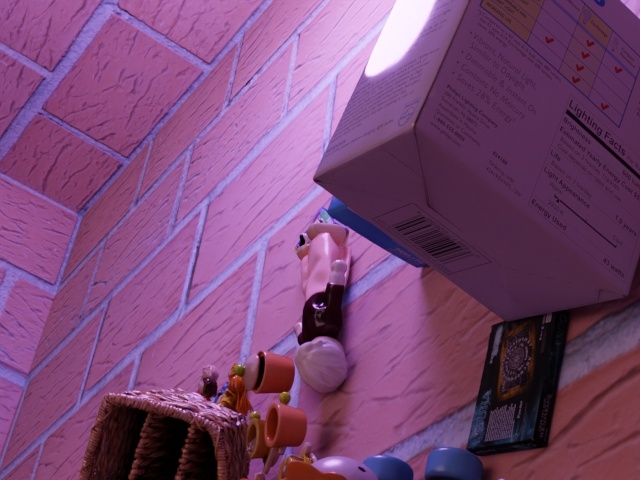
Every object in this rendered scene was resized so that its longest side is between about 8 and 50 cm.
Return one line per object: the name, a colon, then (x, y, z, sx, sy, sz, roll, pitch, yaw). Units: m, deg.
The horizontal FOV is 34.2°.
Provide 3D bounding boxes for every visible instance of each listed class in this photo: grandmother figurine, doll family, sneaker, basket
grandmother figurine: (0.007, 0.118, 1.841, 0.342, 0.104, 0.207, -90, 10, -45)
doll family: (-0.192, 0.318, 2.010, 0.263, 0.118, 0.163, -164, 98, -85)
sneaker: (-0.020, -0.010, 2.006, 0.032, 0.037, 0.083, -1, 62, 61)
basket: (-0.265, 0.420, 1.764, 0.213, 0.223, 0.299, 20, 94, 27)

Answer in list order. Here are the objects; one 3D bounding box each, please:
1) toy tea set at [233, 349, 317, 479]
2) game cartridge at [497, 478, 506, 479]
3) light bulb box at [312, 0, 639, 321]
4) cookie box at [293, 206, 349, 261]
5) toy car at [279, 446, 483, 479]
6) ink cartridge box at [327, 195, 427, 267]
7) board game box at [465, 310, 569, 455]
toy tea set: (-0.105, 0.329, 1.685, 0.336, 0.124, 0.200, -106, 33, -51)
game cartridge: (0.209, 0.324, 1.227, 0.083, 0.056, 0.017, -60, 31, -2)
light bulb box: (0.240, -0.150, 1.318, 0.225, 0.358, 0.361, -20, 39, 55)
cookie box: (0.000, 0.000, 2.051, 0.107, 0.040, 0.092, -57, 25, 10)
toy car: (0.057, 0.329, 1.258, 0.210, 0.238, 0.219, -16, 44, 38)
ink cartridge box: (0.184, -0.103, 1.602, 0.270, 0.197, 0.198, -18, 46, 58)
board game box: (0.254, 0.181, 1.341, 0.126, 0.026, 0.186, -25, 41, 53)
